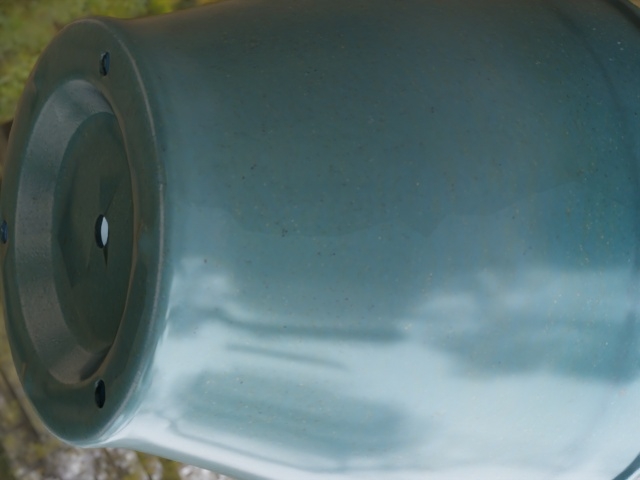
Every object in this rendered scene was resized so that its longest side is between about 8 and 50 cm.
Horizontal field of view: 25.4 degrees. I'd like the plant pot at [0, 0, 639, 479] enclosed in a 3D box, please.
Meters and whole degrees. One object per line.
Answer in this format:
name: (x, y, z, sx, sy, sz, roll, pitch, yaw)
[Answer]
plant pot: (0.000, 0.000, 0.656, 0.255, 0.271, 0.272, 1, 174, -33)
